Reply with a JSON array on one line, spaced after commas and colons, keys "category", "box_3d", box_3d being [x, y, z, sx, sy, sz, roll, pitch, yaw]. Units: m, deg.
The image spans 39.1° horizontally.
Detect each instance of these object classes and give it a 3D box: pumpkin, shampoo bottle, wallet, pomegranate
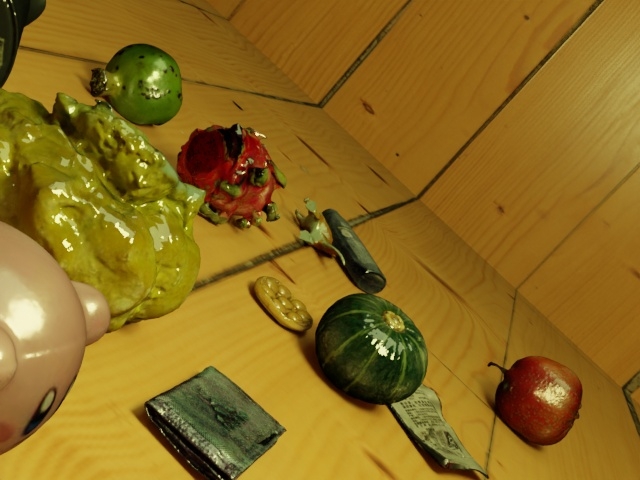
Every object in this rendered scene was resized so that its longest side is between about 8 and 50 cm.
[{"category": "pumpkin", "box_3d": [0.071, 0.151, 1.251, 0.167, 0.125, 0.167, 37, 14, -11]}, {"category": "shampoo bottle", "box_3d": [0.057, 0.015, 1.796, 0.087, 0.049, 0.234, 29, 19, -39]}, {"category": "wallet", "box_3d": [-0.102, 0.180, 0.886, 0.111, 0.030, 0.166, 39, 11, 10]}, {"category": "pomegranate", "box_3d": [-0.299, -0.269, 1.523, 0.169, 0.122, 0.143, 19, 55, -64]}]

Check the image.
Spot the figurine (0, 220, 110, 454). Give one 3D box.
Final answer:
[{"category": "figurine", "box_3d": [-0.235, 0.063, 0.578, 0.173, 0.173, 0.173, 39, 14, -12]}]

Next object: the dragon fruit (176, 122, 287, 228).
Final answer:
[{"category": "dragon fruit", "box_3d": [-0.130, -0.100, 1.421, 0.166, 0.160, 0.172, 29, 1, 37]}]

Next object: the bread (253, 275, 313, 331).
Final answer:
[{"category": "bread", "box_3d": [-0.053, 0.093, 1.300, 0.110, 0.024, 0.110, 40, 15, -13]}]

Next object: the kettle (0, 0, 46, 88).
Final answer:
[{"category": "kettle", "box_3d": [-0.458, -0.258, 1.004, 0.308, 0.262, 0.203, -117, -169, -64]}]

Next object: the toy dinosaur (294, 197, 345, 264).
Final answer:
[{"category": "toy dinosaur", "box_3d": [-0.001, -0.001, 1.722, 0.212, 0.057, 0.142, 64, 4, 31]}]

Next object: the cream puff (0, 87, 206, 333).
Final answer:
[{"category": "cream puff", "box_3d": [-0.229, -0.043, 0.894, 0.282, 0.185, 0.282, 40, 17, -15]}]

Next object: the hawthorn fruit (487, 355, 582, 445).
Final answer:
[{"category": "hawthorn fruit", "box_3d": [0.400, 0.290, 1.710, 0.194, 0.157, 0.157, 36, 11, 18]}]

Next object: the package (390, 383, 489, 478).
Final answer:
[{"category": "package", "box_3d": [0.155, 0.260, 1.355, 0.154, 0.030, 0.239, 25, 22, -48]}]
